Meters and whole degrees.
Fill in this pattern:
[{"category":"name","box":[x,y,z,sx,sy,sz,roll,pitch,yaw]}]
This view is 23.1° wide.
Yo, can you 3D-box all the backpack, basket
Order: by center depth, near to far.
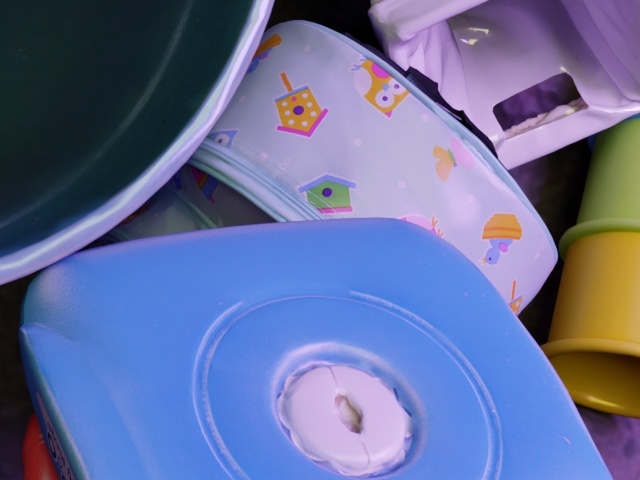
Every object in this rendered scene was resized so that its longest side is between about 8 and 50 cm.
[{"category":"backpack","box":[0.000,0.000,0.641,0.166,0.188,0.144,45,70,-8]},{"category":"basket","box":[0.078,-0.113,0.695,0.113,0.167,0.103,-23,67,6]}]

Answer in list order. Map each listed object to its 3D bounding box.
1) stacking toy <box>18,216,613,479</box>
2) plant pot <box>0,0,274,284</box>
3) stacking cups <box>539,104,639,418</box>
[{"category":"stacking toy","box":[-0.039,0.145,0.546,0.165,0.302,0.175,-8,53,-30]},{"category":"plant pot","box":[-0.187,-0.116,0.540,0.271,0.255,0.272,0,90,-28]},{"category":"stacking cups","box":[0.176,-0.072,0.795,0.096,0.096,0.316,20,66,-17]}]
